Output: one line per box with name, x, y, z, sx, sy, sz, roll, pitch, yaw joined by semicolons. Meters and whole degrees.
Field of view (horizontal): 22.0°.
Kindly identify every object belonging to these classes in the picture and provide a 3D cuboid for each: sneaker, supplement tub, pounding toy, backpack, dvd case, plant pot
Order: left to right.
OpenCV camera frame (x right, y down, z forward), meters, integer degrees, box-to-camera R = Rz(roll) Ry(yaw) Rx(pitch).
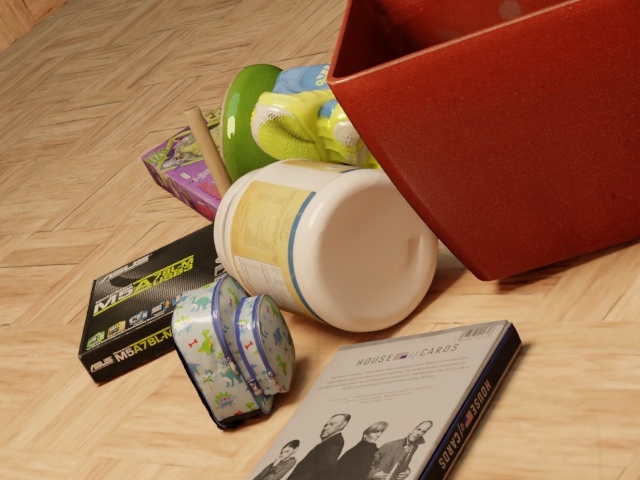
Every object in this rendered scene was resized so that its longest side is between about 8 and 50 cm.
backpack;-0.074;0.090;1.448;0.084;0.114;0.105;-23;22;17
pounding toy;-0.025;-0.090;1.692;0.110;0.183;0.237;-6;17;26
supplement tub;0.000;0.000;1.510;0.144;0.144;0.199;-38;23;-20
dvd case;0.038;0.154;1.287;0.179;0.030;0.239;-11;28;39
sneaker;0.056;-0.118;1.612;0.126;0.240;0.091;-79;8;-47
plant pot;0.183;-0.124;1.413;0.267;0.236;0.267;-18;24;16

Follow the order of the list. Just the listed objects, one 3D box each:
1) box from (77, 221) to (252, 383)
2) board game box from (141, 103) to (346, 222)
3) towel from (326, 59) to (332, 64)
box;-0.156;0.055;1.721;0.190;0.045;0.184;-25;25;10
board game box;-0.079;-0.110;1.983;0.208;0.056;0.347;-30;21;-12
towel;0.165;-0.220;1.792;0.248;0.038;0.325;27;59;38
